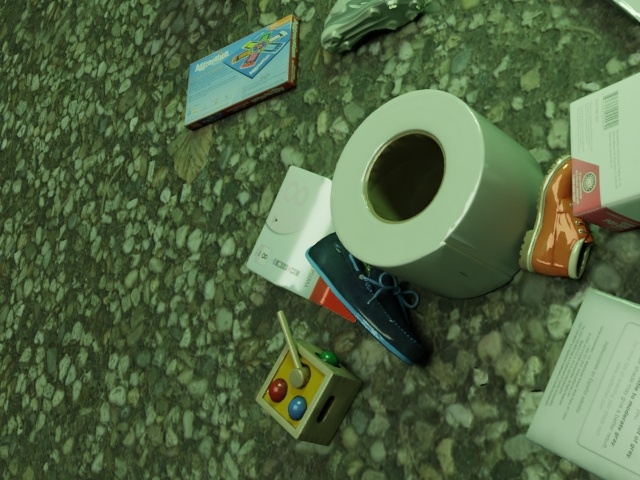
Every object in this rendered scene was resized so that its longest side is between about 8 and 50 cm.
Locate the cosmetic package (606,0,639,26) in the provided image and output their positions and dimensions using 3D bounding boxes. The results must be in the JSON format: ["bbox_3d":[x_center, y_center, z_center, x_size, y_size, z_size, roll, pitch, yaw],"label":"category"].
[{"bbox_3d":[0.400,-0.369,1.177,0.099,0.060,0.239,-49,47,19],"label":"cosmetic package"}]

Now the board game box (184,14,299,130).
[{"bbox_3d":[-0.154,-0.316,1.697,0.281,0.027,0.145,-15,64,38],"label":"board game box"}]

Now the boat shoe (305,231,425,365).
[{"bbox_3d":[0.070,0.066,1.265,0.089,0.109,0.258,-42,57,0],"label":"boat shoe"}]

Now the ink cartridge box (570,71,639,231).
[{"bbox_3d":[0.401,-0.115,1.017,0.218,0.092,0.159,-23,57,53],"label":"ink cartridge box"}]

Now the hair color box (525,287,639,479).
[{"bbox_3d":[0.415,0.199,0.887,0.374,0.113,0.185,22,89,46],"label":"hair color box"}]

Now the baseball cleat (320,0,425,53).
[{"bbox_3d":[0.081,-0.389,1.478,0.205,0.072,0.110,-17,55,33],"label":"baseball cleat"}]

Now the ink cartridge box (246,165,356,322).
[{"bbox_3d":[0.000,0.000,1.402,0.232,0.066,0.189,25,91,50],"label":"ink cartridge box"}]

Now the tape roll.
[{"bbox_3d":[0.158,-0.058,1.195,0.246,0.169,0.246,-18,62,37],"label":"tape roll"}]

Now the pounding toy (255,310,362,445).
[{"bbox_3d":[-0.026,0.201,1.305,0.130,0.100,0.141,33,96,45],"label":"pounding toy"}]

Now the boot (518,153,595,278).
[{"bbox_3d":[0.315,-0.028,1.121,0.084,0.059,0.158,17,93,42],"label":"boot"}]
